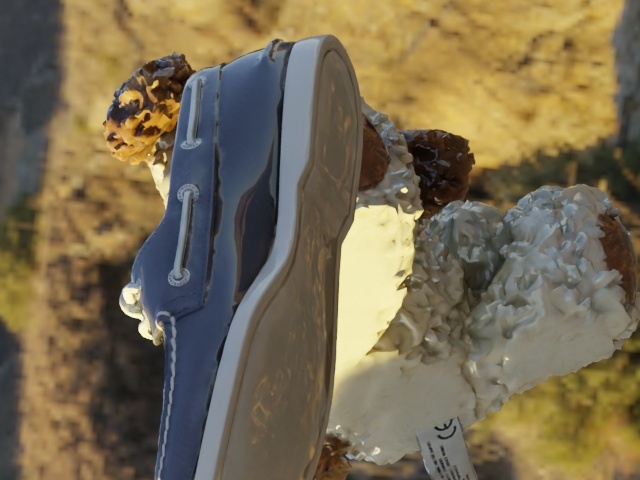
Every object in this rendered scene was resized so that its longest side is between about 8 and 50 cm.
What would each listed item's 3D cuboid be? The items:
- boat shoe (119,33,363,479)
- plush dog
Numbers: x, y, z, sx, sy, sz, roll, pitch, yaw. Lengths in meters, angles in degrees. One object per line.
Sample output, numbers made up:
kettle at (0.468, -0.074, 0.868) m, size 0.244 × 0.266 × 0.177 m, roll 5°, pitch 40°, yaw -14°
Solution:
boat shoe at (-0.033, 0.019, 0.573) m, size 0.075 × 0.065 × 0.206 m, roll 59°, pitch -145°, yaw -52°
plush dog at (0.000, 0.000, 0.857) m, size 0.210 × 0.262 × 0.225 m, roll -54°, pitch 39°, yaw 23°
